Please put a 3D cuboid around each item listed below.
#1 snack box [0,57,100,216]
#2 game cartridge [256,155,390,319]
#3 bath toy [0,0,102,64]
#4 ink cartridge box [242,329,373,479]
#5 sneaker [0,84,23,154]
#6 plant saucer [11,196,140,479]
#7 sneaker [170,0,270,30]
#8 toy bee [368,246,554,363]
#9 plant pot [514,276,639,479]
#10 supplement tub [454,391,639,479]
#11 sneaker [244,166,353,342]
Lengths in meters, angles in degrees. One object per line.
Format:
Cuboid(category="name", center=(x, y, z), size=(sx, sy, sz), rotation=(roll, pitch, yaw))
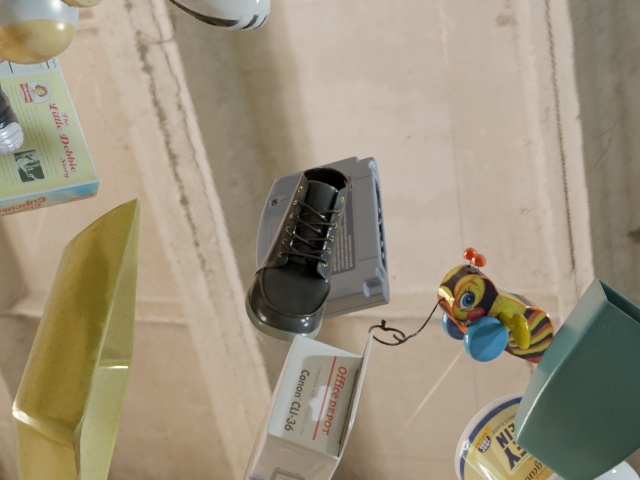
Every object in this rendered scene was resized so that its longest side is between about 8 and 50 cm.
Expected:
Cuboid(category="snack box", center=(-0.494, -0.203, 1.463), size=(0.322, 0.187, 0.060), rotation=(68, -28, 16))
Cuboid(category="game cartridge", center=(0.000, 0.000, 1.373), size=(0.196, 0.294, 0.060), rotation=(-11, -45, 11))
Cuboid(category="bath toy", center=(-0.283, -0.188, 0.687), size=(0.348, 0.129, 0.151), rotation=(-6, -50, 45))
Cuboid(category="ink cartridge box", center=(-0.018, 0.166, 0.794), size=(0.067, 0.115, 0.198), rotation=(19, -49, -3))
Cuboid(category="sneaker", center=(-0.394, -0.187, 0.962), size=(0.268, 0.101, 0.153), rotation=(31, -49, 48))
Cuboid(category="plant saucer", center=(-0.277, 0.169, 1.041), size=(0.081, 0.333, 0.333), rotation=(9, -46, -6))
Cuboid(category="sneaker", center=(-0.129, -0.299, 0.711), size=(0.281, 0.106, 0.163), rotation=(34, -68, 6))
Cuboid(category="toy bee", center=(0.247, 0.100, 1.379), size=(0.195, 0.298, 0.162), rotation=(32, -68, 41))
Cuboid(category="plant pot", center=(0.374, 0.202, 1.237), size=(0.165, 0.165, 0.234), rotation=(37, -76, 5))
Cuboid(category="supplement tub", center=(0.397, 0.423, 1.537), size=(0.316, 0.228, 0.228), rotation=(-139, -134, -59))
Cuboid(category="sneaker", center=(-0.021, 0.007, 0.944), size=(0.083, 0.222, 0.118), rotation=(16, -62, -4))
